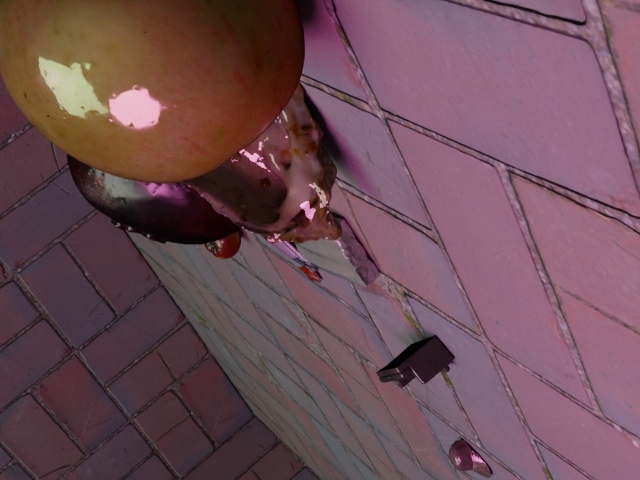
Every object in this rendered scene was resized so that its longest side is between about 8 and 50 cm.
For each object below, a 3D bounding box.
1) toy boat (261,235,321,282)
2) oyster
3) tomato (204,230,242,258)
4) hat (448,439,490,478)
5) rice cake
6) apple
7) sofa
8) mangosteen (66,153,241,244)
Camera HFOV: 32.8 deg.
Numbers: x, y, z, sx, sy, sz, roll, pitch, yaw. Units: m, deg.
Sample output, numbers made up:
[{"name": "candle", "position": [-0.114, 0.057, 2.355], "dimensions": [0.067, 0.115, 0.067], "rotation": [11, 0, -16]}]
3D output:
[{"name": "toy boat", "position": [-0.127, -0.050, 1.963], "dimensions": [0.318, 0.072, 0.219], "rotation": [47, 167, -27]}, {"name": "oyster", "position": [-0.095, -0.150, 1.390], "dimensions": [0.361, 0.221, 0.096], "rotation": [34, -169, -7]}, {"name": "tomato", "position": [-0.200, -0.009, 2.241], "dimensions": [0.087, 0.075, 0.087], "rotation": [36, 147, 29]}, {"name": "hat", "position": [0.257, 0.390, 1.900], "dimensions": [0.087, 0.042, 0.058], "rotation": [51, 167, -4]}, {"name": "rice cake", "position": [0.000, 0.000, 1.698], "dimensions": [0.127, 0.043, 0.237], "rotation": [57, 164, -20]}, {"name": "apple", "position": [-0.174, -0.210, 1.158], "dimensions": [0.277, 0.319, 0.319], "rotation": [58, 164, -18]}, {"name": "sofa", "position": [0.146, 0.199, 1.669], "dimensions": [0.060, 0.085, 0.147], "rotation": [53, 166, 2]}, {"name": "mangosteen", "position": [-0.210, -0.141, 1.563], "dimensions": [0.297, 0.293, 0.297], "rotation": [8, 168, 2]}]
